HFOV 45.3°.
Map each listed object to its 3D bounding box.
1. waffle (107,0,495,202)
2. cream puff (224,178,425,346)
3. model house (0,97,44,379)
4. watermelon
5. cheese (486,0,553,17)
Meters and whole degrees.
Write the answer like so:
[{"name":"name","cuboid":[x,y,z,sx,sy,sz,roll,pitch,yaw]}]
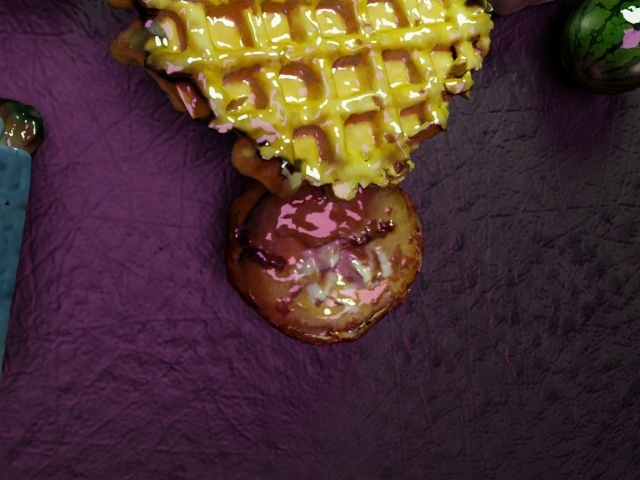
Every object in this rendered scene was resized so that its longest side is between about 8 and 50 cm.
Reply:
[{"name":"waffle","cuboid":[0.001,-0.239,0.783,0.380,0.095,0.382,38,76,-17]},{"name":"cream puff","cuboid":[-0.001,0.000,0.909,0.240,0.164,0.240,-5,111,-12]},{"name":"model house","cuboid":[-0.469,0.000,0.682,0.382,0.342,0.334,9,94,-16]},{"name":"watermelon","cuboid":[0.397,-0.279,1.005,0.141,0.141,0.187,42,77,-15]},{"name":"cheese","cuboid":[0.312,-0.350,0.931,0.163,0.249,0.070,-16,90,-29]}]
